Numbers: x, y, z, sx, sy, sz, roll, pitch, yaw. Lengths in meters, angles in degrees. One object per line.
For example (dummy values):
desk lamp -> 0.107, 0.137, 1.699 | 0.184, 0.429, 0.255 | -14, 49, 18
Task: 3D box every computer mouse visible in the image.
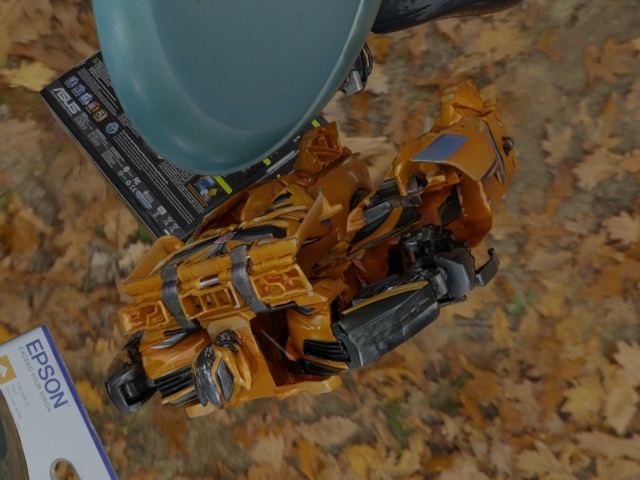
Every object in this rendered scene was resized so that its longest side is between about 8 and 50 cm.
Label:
computer mouse -> 0.107, -0.279, 1.254 | 0.272, 0.072, 0.188 | -17, 86, 14

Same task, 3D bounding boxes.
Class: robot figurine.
robot figurine -> 0.000, 0.000, 0.647 | 0.211, 0.291, 0.085 | -15, 105, 29

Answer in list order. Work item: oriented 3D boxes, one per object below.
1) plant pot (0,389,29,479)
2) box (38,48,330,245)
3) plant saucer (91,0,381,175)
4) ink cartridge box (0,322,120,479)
plant pot -> -0.259, 0.111, 0.523 | 0.293, 0.196, 0.293 | -1, 112, -1
box -> -0.143, -0.126, 1.274 | 0.216, 0.060, 0.270 | -37, 62, -10
plant saucer -> -0.050, -0.197, 0.702 | 0.044, 0.318, 0.317 | -2, 99, -36
ink cartridge box -> -0.315, 0.283, 1.075 | 0.330, 0.071, 0.324 | -25, 89, 5
